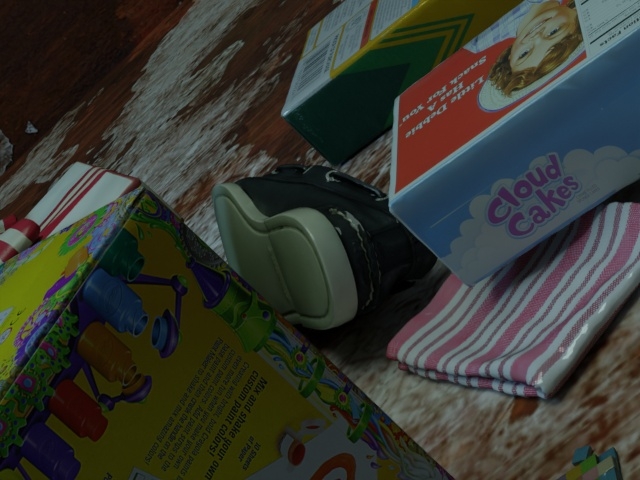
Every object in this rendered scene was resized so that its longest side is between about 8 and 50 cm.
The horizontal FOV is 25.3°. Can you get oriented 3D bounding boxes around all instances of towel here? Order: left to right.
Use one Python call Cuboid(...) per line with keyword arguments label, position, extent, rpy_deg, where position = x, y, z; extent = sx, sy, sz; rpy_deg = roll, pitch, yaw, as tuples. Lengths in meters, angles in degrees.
Cuboid(label="towel", position=(0.129, 0.032, 0.910), extent=(0.144, 0.029, 0.197), rpy_deg=(-52, 20, -15))

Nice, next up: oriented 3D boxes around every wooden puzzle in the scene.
Cuboid(label="wooden puzzle", position=(0.133, 0.133, 0.726), extent=(0.049, 0.006, 0.083), rpy_deg=(-39, 20, 21))

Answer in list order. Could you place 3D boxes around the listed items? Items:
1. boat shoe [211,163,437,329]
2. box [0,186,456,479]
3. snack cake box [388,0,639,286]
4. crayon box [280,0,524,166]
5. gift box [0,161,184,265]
Cuboid(label="boat shoe", position=(-0.001, -0.004, 1.143), extent=(0.113, 0.127, 0.340), rpy_deg=(-20, 5, -15))
Cuboid(label="box", position=(-0.098, 0.187, 0.683), extent=(0.177, 0.279, 0.290), rpy_deg=(-24, 28, 48))
Cuboid(label="snack cake box", position=(0.171, -0.103, 0.921), extent=(0.264, 0.089, 0.152), rpy_deg=(-35, 25, 24))
Cuboid(label="crayon box", position=(0.115, -0.232, 1.400), extent=(0.323, 0.083, 0.203), rpy_deg=(-37, 21, 27))
Cuboid(label="gift box", position=(-0.176, 0.103, 1.055), extent=(0.276, 0.258, 0.255), rpy_deg=(-50, 18, -14))
